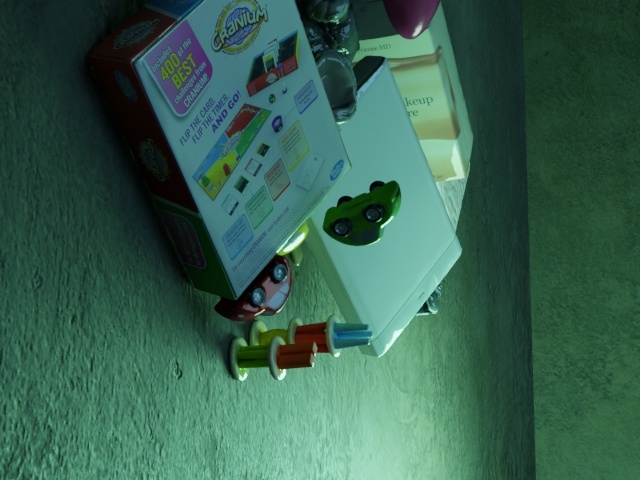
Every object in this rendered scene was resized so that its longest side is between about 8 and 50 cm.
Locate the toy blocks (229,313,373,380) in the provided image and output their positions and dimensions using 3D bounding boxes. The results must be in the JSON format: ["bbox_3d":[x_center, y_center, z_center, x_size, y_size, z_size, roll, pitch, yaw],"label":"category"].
[{"bbox_3d":[-0.020,0.127,1.500,0.123,0.148,0.054,-40,123,-68],"label":"toy blocks"}]

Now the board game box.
[{"bbox_3d":[-0.093,-0.132,1.348,0.242,0.064,0.317,-49,136,-33],"label":"board game box"}]

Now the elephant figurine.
[{"bbox_3d":[-0.041,-0.192,1.553,0.169,0.186,0.239,129,-28,-73],"label":"elephant figurine"}]

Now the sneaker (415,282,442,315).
[{"bbox_3d":[0.146,0.037,2.098,0.226,0.086,0.163,57,31,-56],"label":"sneaker"}]

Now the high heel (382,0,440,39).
[{"bbox_3d":[0.071,-0.444,1.708,0.181,0.127,0.377,-27,119,-38],"label":"high heel"}]

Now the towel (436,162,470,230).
[{"bbox_3d":[0.223,-0.198,2.432,0.317,0.053,0.332,-69,149,-53],"label":"towel"}]

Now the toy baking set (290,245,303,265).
[{"bbox_3d":[-0.030,-0.107,1.708,0.197,0.030,0.256,52,38,-57],"label":"toy baking set"}]

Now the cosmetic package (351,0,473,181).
[{"bbox_3d":[0.149,-0.246,2.080,0.129,0.153,0.296,-74,150,-48],"label":"cosmetic package"}]

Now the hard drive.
[{"bbox_3d":[0.072,-0.043,1.729,0.233,0.047,0.353,-49,131,-29],"label":"hard drive"}]

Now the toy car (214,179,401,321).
[{"bbox_3d":[0.000,0.000,1.444,0.053,0.225,0.239,57,23,-24],"label":"toy car"}]
